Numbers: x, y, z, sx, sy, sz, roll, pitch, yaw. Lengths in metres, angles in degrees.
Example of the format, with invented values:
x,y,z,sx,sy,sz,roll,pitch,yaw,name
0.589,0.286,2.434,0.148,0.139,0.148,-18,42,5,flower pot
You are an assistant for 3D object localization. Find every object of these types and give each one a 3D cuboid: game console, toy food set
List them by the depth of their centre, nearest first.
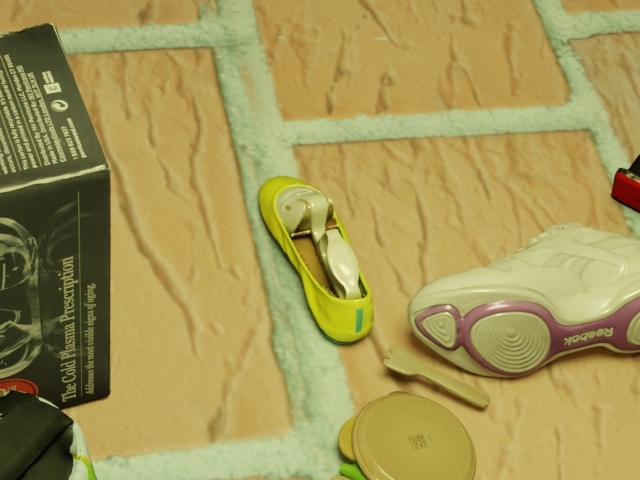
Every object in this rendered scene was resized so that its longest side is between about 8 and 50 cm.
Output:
x,y,z,sx,sy,sz,roll,pitch,yaw,name
0.083,0.199,1.316,0.132,0.038,0.192,26,47,4,toy food set
0.405,-0.055,1.536,0.144,0.124,0.085,30,80,16,game console

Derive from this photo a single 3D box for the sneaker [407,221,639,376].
x,y,z,sx,sy,sz,roll,pitch,yaw,name
0.226,0.054,1.420,0.305,0.114,0.152,-3,38,-16,sneaker

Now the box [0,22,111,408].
x,y,z,sx,sy,sz,roll,pitch,yaw,name
-0.353,0.019,1.193,0.312,0.343,0.179,-13,55,-18,box

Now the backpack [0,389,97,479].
x,y,z,sx,sy,sz,roll,pitch,yaw,name
-0.304,0.272,1.047,0.290,0.273,0.355,1,53,19,backpack

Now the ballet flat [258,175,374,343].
x,y,z,sx,sy,sz,roll,pitch,yaw,name
0.000,0.000,1.431,0.077,0.077,0.231,-13,54,-17,ballet flat
